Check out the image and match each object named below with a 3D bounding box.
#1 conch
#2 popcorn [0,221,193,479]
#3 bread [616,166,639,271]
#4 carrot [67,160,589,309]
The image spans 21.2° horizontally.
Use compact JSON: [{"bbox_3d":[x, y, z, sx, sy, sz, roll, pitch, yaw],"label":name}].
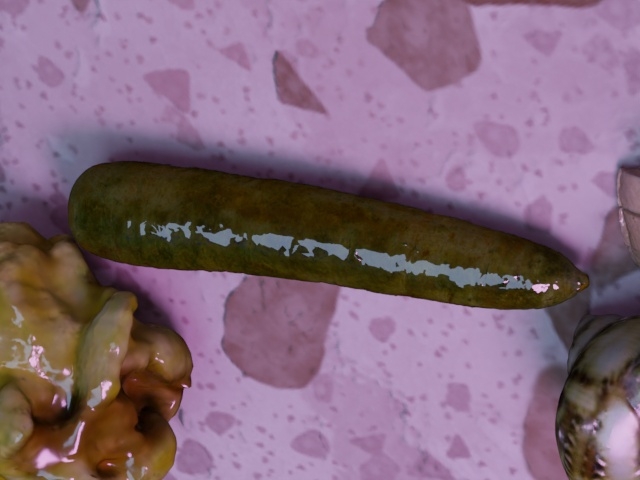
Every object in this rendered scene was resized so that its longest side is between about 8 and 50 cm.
[{"bbox_3d":[0.233,0.102,1.052,0.181,0.124,0.187,24,133,12],"label":"conch"},{"bbox_3d":[-0.218,0.114,1.221,0.255,0.195,0.256,-9,101,25],"label":"popcorn"},{"bbox_3d":[0.268,-0.020,1.036,0.152,0.105,0.077,-20,109,-3],"label":"bread"},{"bbox_3d":[0.000,0.000,1.135,0.358,0.074,0.074,9,120,18],"label":"carrot"}]
